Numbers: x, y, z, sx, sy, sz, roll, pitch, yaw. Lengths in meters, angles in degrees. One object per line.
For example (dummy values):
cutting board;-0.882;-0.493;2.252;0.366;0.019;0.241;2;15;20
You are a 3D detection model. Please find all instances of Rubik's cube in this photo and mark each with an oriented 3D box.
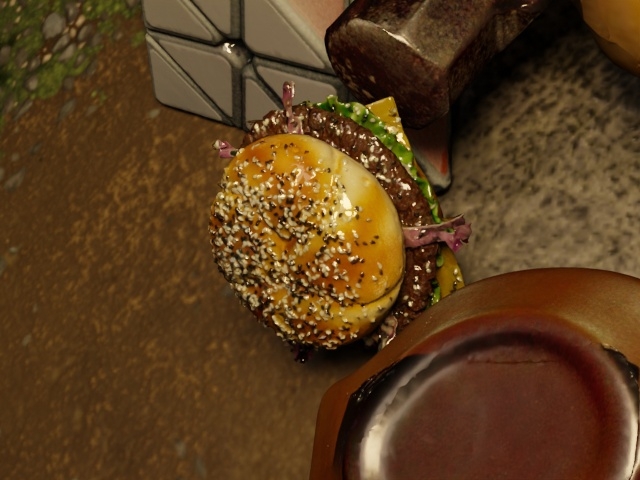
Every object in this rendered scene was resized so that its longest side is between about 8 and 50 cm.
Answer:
Rubik's cube;-0.015;-0.179;0.854;0.233;0.229;0.228;4;109;-2

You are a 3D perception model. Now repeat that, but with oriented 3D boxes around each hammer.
hammer;-0.008;-0.278;0.738;0.242;0.409;0.095;-51;6;-22

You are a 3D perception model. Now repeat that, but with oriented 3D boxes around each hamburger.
hamburger;0.003;0.002;0.730;0.164;0.093;0.189;-32;92;45

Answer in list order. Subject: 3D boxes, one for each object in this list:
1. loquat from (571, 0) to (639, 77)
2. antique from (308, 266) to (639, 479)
loquat;0.236;-0.185;0.637;0.235;0.235;0.235;-15;59;27
antique;0.112;0.123;0.623;0.278;0.129;0.223;-2;68;35
